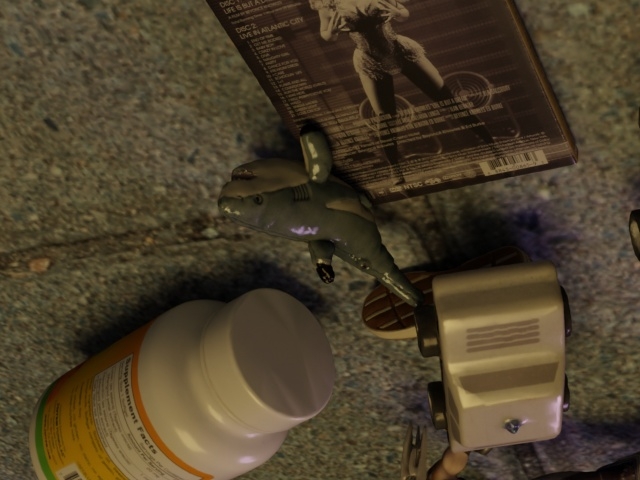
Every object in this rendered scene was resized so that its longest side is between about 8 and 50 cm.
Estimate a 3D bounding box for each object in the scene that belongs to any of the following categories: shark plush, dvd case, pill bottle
[{"bbox_3d":[0.000,0.000,0.726,0.073,0.067,0.161,-19,131,33],"label":"shark plush"},{"bbox_3d":[0.038,-0.110,0.656,0.164,0.018,0.221,-11,134,27],"label":"dvd case"},{"bbox_3d":[-0.108,0.127,0.870,0.136,0.136,0.246,38,133,-25],"label":"pill bottle"}]

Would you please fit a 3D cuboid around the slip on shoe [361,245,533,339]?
[{"bbox_3d":[0.093,0.042,0.791,0.135,0.051,0.041,-23,139,27],"label":"slip on shoe"}]

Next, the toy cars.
[{"bbox_3d":[0.180,0.041,0.690,0.176,0.087,0.393,20,133,-27],"label":"toy cars"}]

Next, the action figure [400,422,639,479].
[{"bbox_3d":[0.170,0.222,0.882,0.285,0.099,0.185,-4,93,2],"label":"action figure"}]
